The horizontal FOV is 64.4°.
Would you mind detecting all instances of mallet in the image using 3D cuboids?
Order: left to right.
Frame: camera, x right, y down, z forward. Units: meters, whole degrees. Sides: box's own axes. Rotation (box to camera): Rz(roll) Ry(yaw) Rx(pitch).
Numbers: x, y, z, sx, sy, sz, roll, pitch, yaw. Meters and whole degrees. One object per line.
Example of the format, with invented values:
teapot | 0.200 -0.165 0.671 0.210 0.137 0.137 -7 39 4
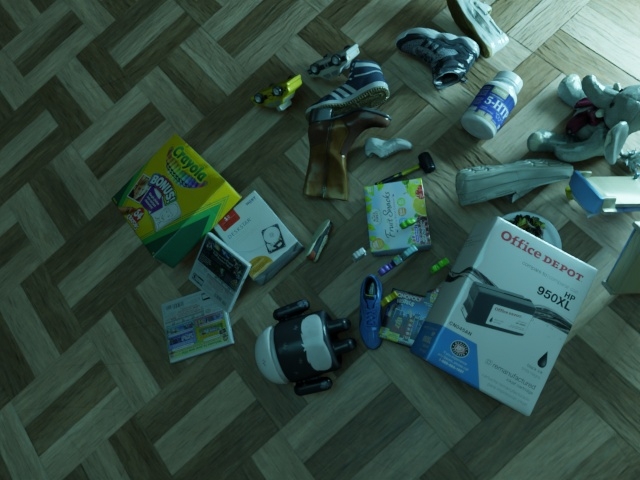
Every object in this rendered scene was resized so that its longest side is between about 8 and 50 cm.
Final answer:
mallet | 0.260 -0.199 1.554 0.190 0.039 0.062 -31 65 8

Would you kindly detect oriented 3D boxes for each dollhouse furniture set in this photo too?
dollhouse furniture set | 0.824 -0.039 1.340 0.286 0.198 0.303 -2 40 -8

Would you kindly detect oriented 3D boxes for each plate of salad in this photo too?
plate of salad | 0.558 0.011 1.402 0.200 0.048 0.199 -4 72 14

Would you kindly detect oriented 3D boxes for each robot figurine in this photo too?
robot figurine | -0.043 0.295 1.411 0.278 0.173 0.209 -19 40 9

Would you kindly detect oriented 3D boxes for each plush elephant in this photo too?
plush elephant | 0.752 -0.330 1.335 0.330 0.255 0.272 37 80 20

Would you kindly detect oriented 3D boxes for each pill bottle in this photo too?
pill bottle | 0.511 -0.403 1.505 0.112 0.112 0.186 32 84 21

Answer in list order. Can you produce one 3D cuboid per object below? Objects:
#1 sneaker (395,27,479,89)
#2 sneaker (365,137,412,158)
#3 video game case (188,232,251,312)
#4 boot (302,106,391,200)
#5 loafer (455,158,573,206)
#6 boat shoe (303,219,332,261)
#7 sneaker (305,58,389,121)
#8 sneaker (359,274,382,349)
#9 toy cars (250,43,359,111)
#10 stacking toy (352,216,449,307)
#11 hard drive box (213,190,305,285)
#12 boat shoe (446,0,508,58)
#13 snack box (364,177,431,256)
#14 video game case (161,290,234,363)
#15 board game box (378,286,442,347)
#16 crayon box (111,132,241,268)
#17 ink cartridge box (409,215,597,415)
sneaker | 0.352 -0.571 1.602 0.269 0.101 0.153 16 76 16
sneaker | 0.211 -0.284 1.585 0.152 0.054 0.061 4 80 24
video game case | -0.311 0.096 1.556 0.190 0.022 0.173 35 111 26
boot | 0.079 -0.262 1.563 0.264 0.096 0.280 4 90 8
loafer | 0.544 -0.163 1.439 0.319 0.112 0.111 -7 109 8
boat shoe | 0.000 0.000 1.556 0.043 0.049 0.137 34 79 -21
sneaker | 0.079 -0.483 1.654 0.282 0.099 0.153 -17 60 18
sneaker | 0.140 0.200 1.438 0.069 0.082 0.209 -2 75 12
toy cars | -0.044 -0.528 1.691 0.394 0.176 0.087 -26 113 6
stacking toy | 0.216 0.057 1.408 0.221 0.052 0.167 -33 75 -5
hard drive box | -0.193 -0.007 1.584 0.181 0.089 0.232 -42 68 -1
boat shoe | 0.496 -0.708 1.615 0.096 0.098 0.277 -30 78 4
snack box | 0.226 -0.066 1.500 0.174 0.070 0.207 -7 71 12
video game case | -0.386 0.260 1.589 0.212 0.023 0.193 -19 69 8
board game box | 0.282 0.206 1.408 0.194 0.060 0.194 15 78 19
crayon box | -0.473 -0.139 1.644 0.313 0.106 0.363 -47 53 -1
ink cartridge box | 0.449 0.179 1.270 0.285 0.166 0.395 28 83 0
